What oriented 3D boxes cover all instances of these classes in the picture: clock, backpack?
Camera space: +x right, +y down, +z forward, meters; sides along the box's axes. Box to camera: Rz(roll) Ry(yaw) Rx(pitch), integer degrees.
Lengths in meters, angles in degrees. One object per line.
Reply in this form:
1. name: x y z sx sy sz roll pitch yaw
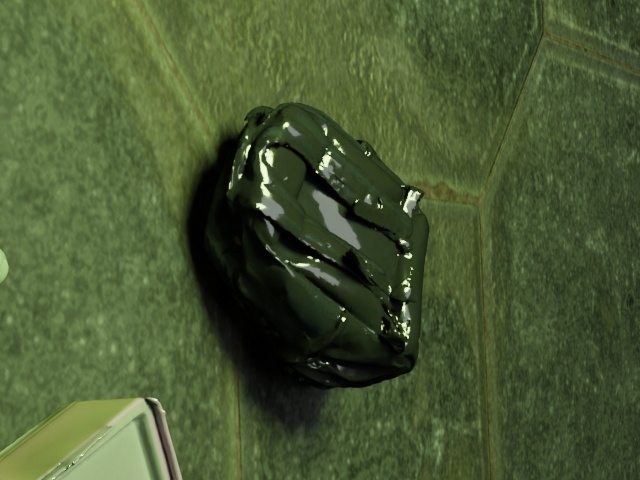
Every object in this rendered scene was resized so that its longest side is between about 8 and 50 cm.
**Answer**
1. clock: -0.143 0.212 0.985 0.147 0.071 0.192 -39 120 -56
2. backpack: 0.000 0.000 1.226 0.258 0.133 0.206 45 46 -41

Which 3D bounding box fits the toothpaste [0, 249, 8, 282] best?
1. toothpaste: -0.253 -0.057 0.855 0.255 0.037 0.067 53 49 -40
